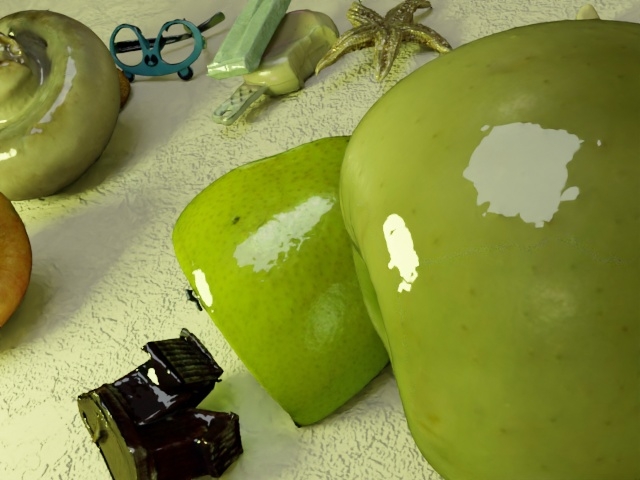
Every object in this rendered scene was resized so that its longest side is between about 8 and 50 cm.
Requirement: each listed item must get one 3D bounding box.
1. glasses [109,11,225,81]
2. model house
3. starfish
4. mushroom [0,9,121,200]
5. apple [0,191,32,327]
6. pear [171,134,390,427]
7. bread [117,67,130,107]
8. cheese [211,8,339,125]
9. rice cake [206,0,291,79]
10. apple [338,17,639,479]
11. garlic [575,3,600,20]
[{"bbox_3d":[-0.298,-0.416,1.970,0.239,0.102,0.207,1,45,31],"label":"glasses"},{"bbox_3d":[-0.180,0.215,1.180,0.164,0.141,0.203,-18,55,-27],"label":"model house"},{"bbox_3d":[0.116,-0.349,1.694,0.277,0.062,0.235,-31,50,-28],"label":"starfish"},{"bbox_3d":[-0.533,-0.251,1.724,0.362,0.294,0.362,-9,61,17],"label":"mushroom"},{"bbox_3d":[-0.594,0.038,1.468,0.275,0.299,0.299,-24,27,52],"label":"apple"},{"bbox_3d":[0.000,0.000,1.219,0.318,0.238,0.342,-34,38,2],"label":"pear"},{"bbox_3d":[-0.462,-0.281,1.937,0.193,0.064,0.193,-12,41,11],"label":"bread"},{"bbox_3d":[-0.086,-0.297,1.739,0.163,0.082,0.286,13,54,39],"label":"cheese"},{"bbox_3d":[-0.121,-0.362,1.733,0.085,0.040,0.226,-3,46,31],"label":"rice cake"},{"bbox_3d":[0.241,0.015,0.913,0.473,0.474,0.474,-15,39,13],"label":"apple"},{"bbox_3d":[0.408,-0.321,1.511,0.041,0.053,0.083,-4,34,27],"label":"garlic"}]
